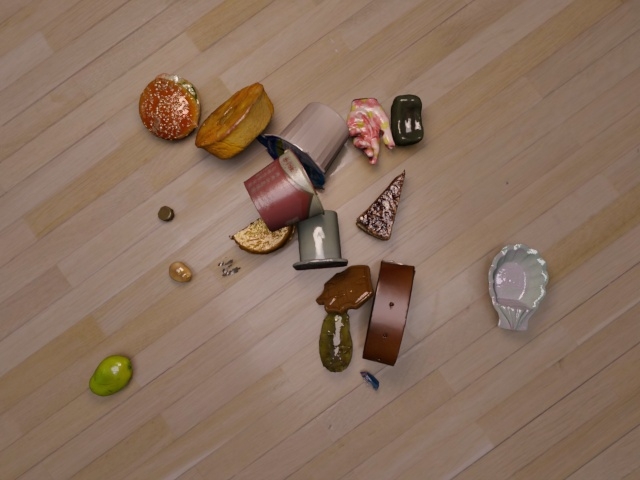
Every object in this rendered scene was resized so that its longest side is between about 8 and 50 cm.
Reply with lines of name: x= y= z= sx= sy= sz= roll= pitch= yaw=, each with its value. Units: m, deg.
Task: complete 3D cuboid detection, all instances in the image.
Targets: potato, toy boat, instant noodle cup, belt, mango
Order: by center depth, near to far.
instant noodle cup: x=-0.116 y=-0.142 z=1.301 sx=0.179 sy=0.235 sz=0.234 roll=-29 pitch=86 yaw=-2
belt: x=0.227 y=0.236 z=1.392 sx=0.122 sy=0.217 sz=0.337 roll=11 pitch=91 yaw=8
toy boat: x=0.656 y=0.157 z=1.438 sx=0.200 sy=0.100 sz=0.289 roll=8 pitch=86 yaw=3
potato: x=0.054 y=0.342 z=1.451 sx=0.118 sy=0.090 sz=0.225 roll=2 pitch=88 yaw=2
toy boat: x=0.170 y=0.487 z=1.469 sx=0.083 sy=0.038 sz=0.038 roll=44 pitch=89 yaw=3
mango: x=-0.728 y=0.475 z=1.475 sx=0.117 sy=0.089 sz=0.163 roll=34 pitch=100 yaw=-5
potato: x=-0.497 y=0.114 z=1.495 sx=0.083 sy=0.062 sz=0.068 roll=33 pitch=118 yaw=31

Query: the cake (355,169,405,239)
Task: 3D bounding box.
cake: x=0.248 y=-0.109 z=1.462 sx=0.135 sy=0.112 sz=0.246 roll=43 pitch=86 yaw=1

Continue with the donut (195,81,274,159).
donut: x=-0.283 y=-0.394 z=1.427 sx=0.303 sy=0.303 sz=0.110 roll=-45 pitch=123 yaw=-1

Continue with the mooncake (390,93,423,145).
mooncake: x=0.298 y=-0.412 z=1.447 sx=0.104 sy=0.175 sz=0.168 roll=-3 pitch=45 yaw=5

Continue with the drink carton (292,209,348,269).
drink carton: x=0.000 y=0.000 z=1.431 sx=0.186 sy=0.191 sz=0.189 roll=-1 pitch=81 yaw=4

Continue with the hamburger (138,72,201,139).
hamburger: x=-0.528 y=-0.465 z=1.485 sx=0.237 sy=0.147 sz=0.236 roll=0 pitch=89 yaw=5

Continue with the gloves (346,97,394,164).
gloves: x=0.167 y=-0.374 z=1.474 sx=0.145 sy=0.126 sz=0.240 roll=1 pitch=84 yaw=-23

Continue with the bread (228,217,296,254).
bread: x=-0.183 y=-0.026 z=1.451 sx=0.229 sy=0.143 sz=0.139 roll=-33 pitch=87 yaw=-1

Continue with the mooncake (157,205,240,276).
mooncake: x=-0.438 y=-0.001 z=1.501 sx=0.150 sy=0.057 sz=0.346 roll=-33 pitch=89 yaw=12

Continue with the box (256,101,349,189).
box: x=-0.046 y=-0.346 z=1.439 sx=0.291 sy=0.262 sz=0.206 roll=34 pitch=76 yaw=12

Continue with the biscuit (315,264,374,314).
biscuit: x=0.075 y=0.169 z=1.430 sx=0.216 sy=0.182 sz=0.034 roll=-25 pitch=127 yaw=19
